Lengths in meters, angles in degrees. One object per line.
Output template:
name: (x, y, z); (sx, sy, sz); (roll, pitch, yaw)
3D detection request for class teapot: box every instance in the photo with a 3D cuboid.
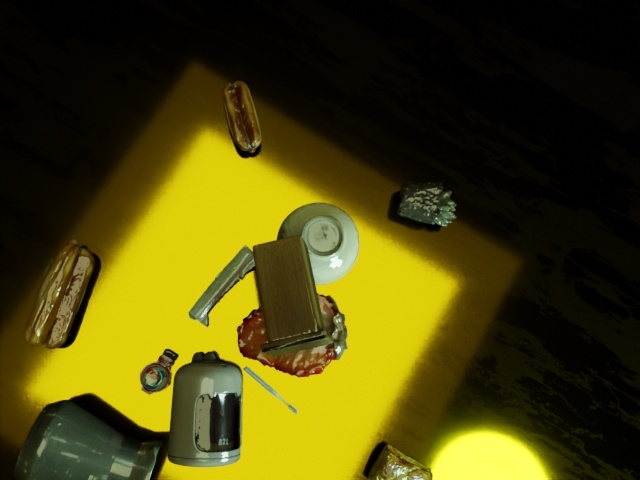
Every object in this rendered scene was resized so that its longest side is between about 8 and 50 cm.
teapot: (-0.652, 0.632, 1.690); (0.344, 0.253, 0.300); (21, 112, -7)

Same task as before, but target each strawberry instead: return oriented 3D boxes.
strawberry: (-0.085, 0.289, 1.854); (0.337, 0.149, 0.264); (-5, 79, 3)

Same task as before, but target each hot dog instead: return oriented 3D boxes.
hot dog: (-0.260, -0.410, 1.988); (0.100, 0.068, 0.249); (-15, 80, 4)
hot dog: (-0.785, 0.157, 1.809); (0.135, 0.100, 0.337); (30, 70, -47)

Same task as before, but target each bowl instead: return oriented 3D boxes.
bowl: (0.000, 0.000, 1.911); (0.277, 0.145, 0.276); (1, 80, -9)

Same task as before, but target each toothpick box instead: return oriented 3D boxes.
toothpick box: (-0.341, 0.486, 1.762); (0.229, 0.229, 0.316); (2, 78, -6)
toothpick box: (-0.089, 0.160, 1.720); (0.188, 0.190, 0.307); (-13, 73, 4)

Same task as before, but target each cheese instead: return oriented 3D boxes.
cheese: (-0.495, 0.403, 1.834); (0.095, 0.038, 0.145); (31, 79, 0)

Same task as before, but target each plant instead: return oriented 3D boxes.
plant: (0.355, -0.125, 1.976); (0.195, 0.129, 0.132); (11, 79, -2)

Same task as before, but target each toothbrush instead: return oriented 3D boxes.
toothbrush: (-0.155, 0.469, 1.871); (0.219, 0.019, 0.016); (41, 83, 2)

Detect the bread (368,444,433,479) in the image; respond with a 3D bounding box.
bread: (0.247, 0.724, 1.829); (0.172, 0.103, 0.132); (32, 85, -4)

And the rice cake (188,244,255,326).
rice cake: (-0.305, 0.143, 1.895); (0.081, 0.051, 0.290); (36, 80, 10)
